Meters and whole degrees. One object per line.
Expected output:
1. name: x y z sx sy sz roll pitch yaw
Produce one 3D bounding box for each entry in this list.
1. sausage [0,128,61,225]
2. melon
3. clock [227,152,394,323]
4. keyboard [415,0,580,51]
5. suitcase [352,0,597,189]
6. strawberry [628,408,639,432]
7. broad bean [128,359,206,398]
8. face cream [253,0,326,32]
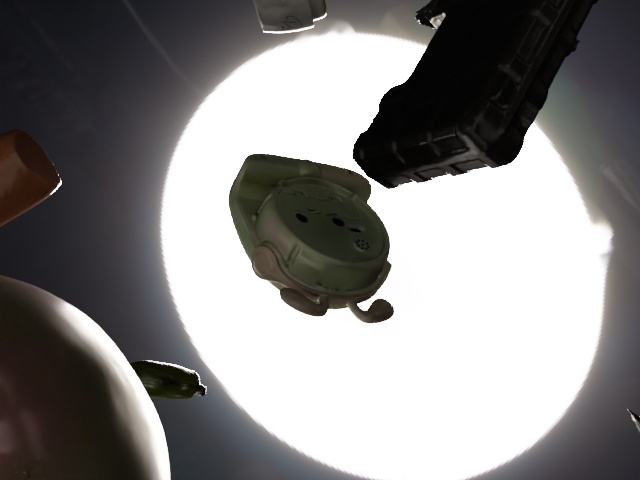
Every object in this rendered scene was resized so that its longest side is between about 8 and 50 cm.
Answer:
1. sausage: -0.550 -0.055 1.482 0.121 0.304 0.121 57 12 -20
2. melon: -0.190 0.132 0.509 0.223 0.223 0.317 47 -20 7
3. clock: 0.000 0.000 0.930 0.062 0.151 0.191 -59 -144 35
4. keyboard: 0.226 -0.261 1.215 0.072 0.231 0.023 -34 -128 46
5. suitcase: 0.158 -0.182 0.925 0.066 0.286 0.206 39 -22 -23
6. strawberry: 0.356 0.165 0.851 0.131 0.131 0.148 43 -64 17
7. broad bean: -0.230 0.174 1.212 0.070 0.213 0.048 -9 -105 47
8. face cream: -0.045 -0.335 1.342 0.091 0.095 0.091 163 -90 -89
